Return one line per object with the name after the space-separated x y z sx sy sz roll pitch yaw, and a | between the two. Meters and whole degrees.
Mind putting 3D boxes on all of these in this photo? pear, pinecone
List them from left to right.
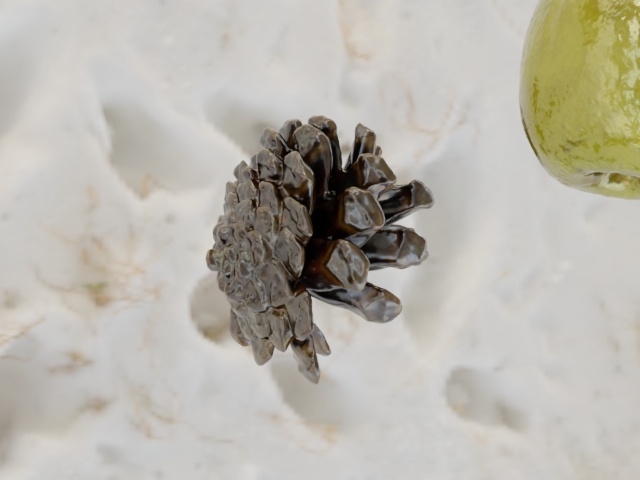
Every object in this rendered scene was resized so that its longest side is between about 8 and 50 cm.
0.002 -0.001 1.580 0.201 0.202 0.229 -26 137 -44 | pinecone
0.180 -0.097 0.934 0.149 0.149 0.162 30 78 -34 | pear
